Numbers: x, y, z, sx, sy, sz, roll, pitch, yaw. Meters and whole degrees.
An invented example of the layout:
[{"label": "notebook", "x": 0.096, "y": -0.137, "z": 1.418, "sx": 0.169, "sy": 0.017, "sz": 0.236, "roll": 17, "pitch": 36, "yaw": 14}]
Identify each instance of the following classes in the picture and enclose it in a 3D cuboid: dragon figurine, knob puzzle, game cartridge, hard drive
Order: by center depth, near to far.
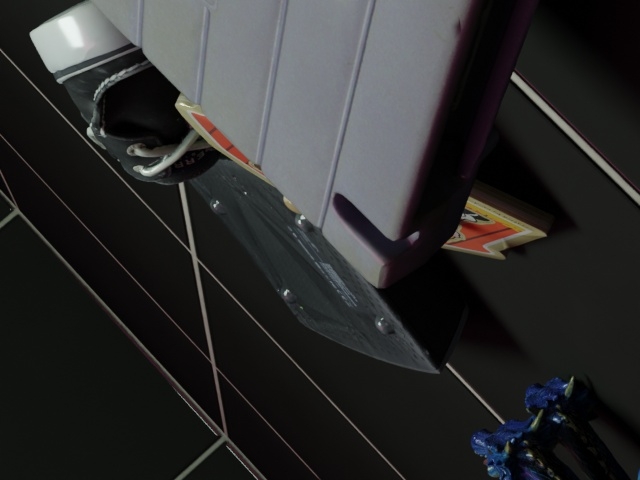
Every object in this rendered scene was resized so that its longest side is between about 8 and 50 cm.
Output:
[{"label": "game cartridge", "x": -0.013, "y": -0.155, "z": 0.574, "sx": 0.230, "sy": 0.068, "sz": 0.355, "roll": 49, "pitch": 156, "yaw": 19}, {"label": "knob puzzle", "x": 0.010, "y": -0.025, "z": 0.916, "sx": 0.213, "sy": 0.030, "sz": 0.213, "roll": 22, "pitch": 171, "yaw": 4}, {"label": "dragon figurine", "x": 0.190, "y": 0.169, "z": 0.937, "sx": 0.144, "sy": 0.085, "sz": 0.289, "roll": 55, "pitch": 168, "yaw": -30}, {"label": "hard drive", "x": 0.000, "y": 0.000, "z": 1.154, "sx": 0.172, "sy": 0.054, "sz": 0.255, "roll": 52, "pitch": 167, "yaw": -15}]

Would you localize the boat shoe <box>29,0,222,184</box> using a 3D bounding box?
[{"label": "boat shoe", "x": -0.091, "y": -0.083, "z": 0.999, "sx": 0.301, "sy": 0.108, "sz": 0.102, "roll": 153, "pitch": 95, "yaw": -85}]
